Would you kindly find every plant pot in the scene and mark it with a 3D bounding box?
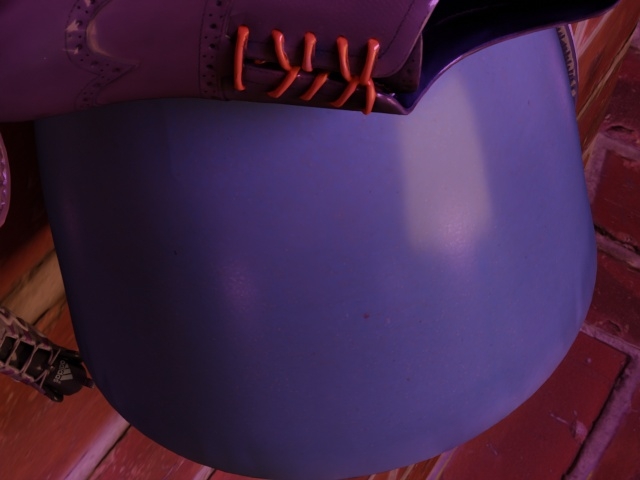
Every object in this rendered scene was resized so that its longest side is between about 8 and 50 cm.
[{"bbox_3d":[-0.011,-0.068,0.772,0.293,0.293,0.235,-54,149,-33],"label":"plant pot"}]

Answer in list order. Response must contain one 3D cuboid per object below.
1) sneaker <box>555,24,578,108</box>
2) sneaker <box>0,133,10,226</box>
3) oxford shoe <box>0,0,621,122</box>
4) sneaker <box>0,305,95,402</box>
[{"bbox_3d":[0.094,-0.293,1.073,0.257,0.169,0.447,-91,176,-50],"label":"sneaker"},{"bbox_3d":[-0.190,-0.042,0.561,0.192,0.086,0.064,41,46,-73],"label":"sneaker"},{"bbox_3d":[-0.012,-0.091,0.574,0.271,0.098,0.097,-21,152,-14],"label":"oxford shoe"},{"bbox_3d":[-0.159,0.068,0.874,0.038,0.069,0.098,-64,166,-2],"label":"sneaker"}]
